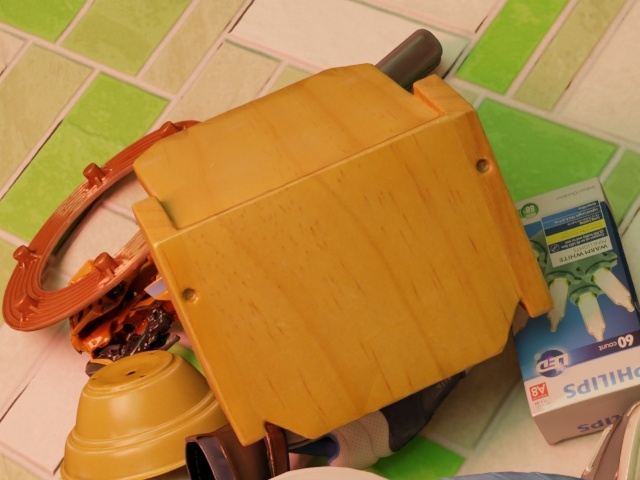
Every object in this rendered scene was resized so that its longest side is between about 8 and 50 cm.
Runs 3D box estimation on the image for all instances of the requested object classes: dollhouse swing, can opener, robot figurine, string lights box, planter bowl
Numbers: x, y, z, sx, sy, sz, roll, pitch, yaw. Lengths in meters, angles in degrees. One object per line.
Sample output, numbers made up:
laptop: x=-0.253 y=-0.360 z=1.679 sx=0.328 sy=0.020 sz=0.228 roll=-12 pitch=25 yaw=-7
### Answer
dollhouse swing: x=0.000 y=0.000 z=1.900 sx=0.347 sy=0.315 sz=0.305 roll=-24 pitch=8 yaw=-8
can opener: x=0.043 y=-0.137 z=2.145 sx=0.093 sy=0.074 sz=0.280 roll=45 pitch=84 yaw=4
robot figurine: x=-0.188 y=0.033 z=2.079 sx=0.291 sy=0.085 sz=0.211 roll=-37 pitch=32 yaw=14
string lights box: x=0.267 y=0.072 z=1.885 sx=0.133 sy=0.077 sz=0.259 roll=-19 pitch=53 yaw=12
planter bowl: x=-0.194 y=0.179 z=1.949 sx=0.217 sy=0.090 sz=0.217 roll=-16 pitch=15 yaw=4

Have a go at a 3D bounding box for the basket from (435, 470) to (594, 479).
basket: x=0.163 y=0.291 z=1.546 sx=0.255 sy=0.201 sz=0.289 roll=-4 pitch=13 yaw=1

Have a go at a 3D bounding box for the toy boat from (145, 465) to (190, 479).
toy boat: x=-0.208 y=0.387 z=1.875 sx=0.267 sy=0.148 sz=0.318 roll=-19 pitch=45 yaw=6

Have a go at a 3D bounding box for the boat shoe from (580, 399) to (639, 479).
boat shoe: x=0.284 y=0.304 z=1.734 sx=0.319 sy=0.116 sz=0.099 roll=-69 pitch=15 yaw=-16

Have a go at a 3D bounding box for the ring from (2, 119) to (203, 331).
ring: x=-0.261 y=-0.027 z=2.132 sx=0.337 sy=0.032 sz=0.336 roll=-35 pitch=26 yaw=20

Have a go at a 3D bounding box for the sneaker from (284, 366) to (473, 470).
sneaker: x=-0.009 y=0.112 z=1.953 sx=0.236 sy=0.130 sz=0.323 roll=-43 pitch=57 yaw=-11

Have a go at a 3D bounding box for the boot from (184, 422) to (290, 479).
boot: x=-0.082 y=0.294 z=1.849 sx=0.082 sy=0.106 sz=0.219 roll=-26 pitch=69 yaw=49

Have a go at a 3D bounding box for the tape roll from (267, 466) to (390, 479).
tape roll: x=0.008 y=0.363 z=1.710 sx=0.286 sy=0.100 sz=0.286 roll=1 pitch=71 yaw=-4
